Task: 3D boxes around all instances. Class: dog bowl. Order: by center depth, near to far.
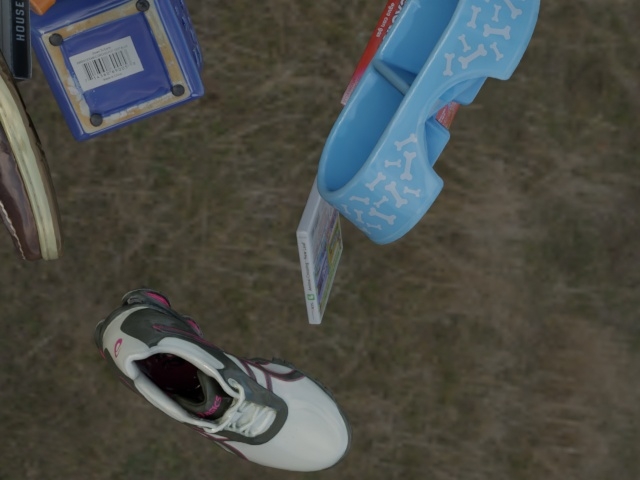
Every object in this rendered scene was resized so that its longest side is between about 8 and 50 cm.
[{"bbox_3d":[0.094,-0.142,1.291,0.074,0.166,0.297,27,102,-21],"label":"dog bowl"}]

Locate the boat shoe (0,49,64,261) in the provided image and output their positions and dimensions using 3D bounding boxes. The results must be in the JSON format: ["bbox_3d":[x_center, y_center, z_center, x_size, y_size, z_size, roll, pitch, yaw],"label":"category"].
[{"bbox_3d":[-0.334,-0.127,1.199,0.123,0.123,0.342,-24,96,-8],"label":"boat shoe"}]

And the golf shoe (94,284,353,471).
[{"bbox_3d":[-0.085,0.151,1.231,0.272,0.120,0.105,30,99,-19],"label":"golf shoe"}]

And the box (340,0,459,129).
[{"bbox_3d":[0.141,-0.252,1.798,0.257,0.122,0.128,-65,163,-9],"label":"box"}]

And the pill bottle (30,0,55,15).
[{"bbox_3d":[-0.296,-0.394,1.662,0.246,0.130,0.130,-50,137,-6],"label":"pill bottle"}]

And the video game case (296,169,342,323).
[{"bbox_3d":[0.000,0.000,2.259,0.212,0.023,0.193,-73,160,-51],"label":"video game case"}]

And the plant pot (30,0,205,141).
[{"bbox_3d":[-0.302,-0.290,1.951,0.212,0.236,0.236,-112,-178,-59],"label":"plant pot"}]

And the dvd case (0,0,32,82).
[{"bbox_3d":[-0.374,-0.236,1.377,0.029,0.238,0.179,1,86,-47],"label":"dvd case"}]
